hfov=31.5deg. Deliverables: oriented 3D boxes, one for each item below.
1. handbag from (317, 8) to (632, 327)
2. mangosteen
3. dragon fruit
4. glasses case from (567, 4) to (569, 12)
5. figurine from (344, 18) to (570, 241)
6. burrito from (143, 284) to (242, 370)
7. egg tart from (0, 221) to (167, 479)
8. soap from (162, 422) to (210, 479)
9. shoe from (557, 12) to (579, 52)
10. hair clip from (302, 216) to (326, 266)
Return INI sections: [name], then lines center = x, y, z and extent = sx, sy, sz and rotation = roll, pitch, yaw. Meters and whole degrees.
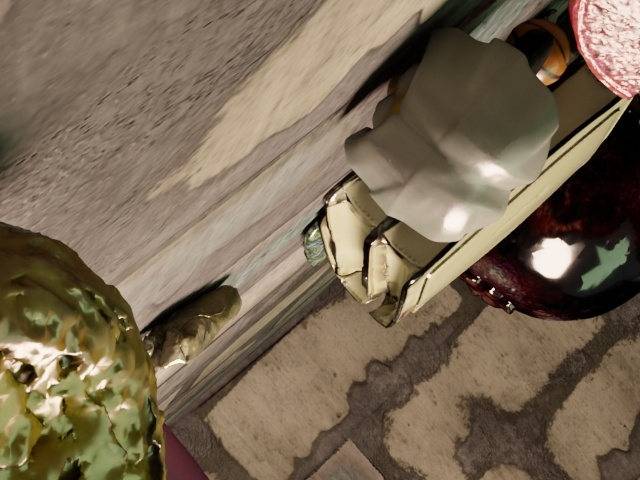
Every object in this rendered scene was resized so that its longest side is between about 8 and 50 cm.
[handbag]
center = 0.174, -0.075, 1.322
extent = 0.358, 0.160, 0.236
rotation = -40, 162, -13
[mangosteen]
center = 0.368, -0.090, 1.690
extent = 0.435, 0.382, 0.382
rotation = -53, 177, -4
[dragon fruit]
center = 0.329, -0.261, 1.050
extent = 0.189, 0.163, 0.262
rotation = 1, 157, -28
[glasses case]
center = 0.351, -0.315, 1.304
extent = 0.164, 0.041, 0.063
rotation = -42, 177, 2
[figurine]
center = 0.120, -0.095, 0.887
extent = 0.176, 0.133, 0.236
rotation = -53, 174, 23
[burrito]
center = -0.120, 0.081, 1.105
extent = 0.058, 0.045, 0.188
rotation = -16, -174, 18
[egg tart]
center = -0.147, 0.102, 0.390
extent = 0.234, 0.094, 0.234
rotation = -29, 125, -53
[soap]
center = -0.241, 0.281, 1.125
extent = 0.259, 0.181, 0.081
rotation = -44, 171, 20
[shoe]
center = 0.383, -0.295, 1.459
extent = 0.098, 0.103, 0.275
rotation = -39, -178, -40
[hair clip]
center = 0.002, 0.002, 1.429
extent = 0.066, 0.036, 0.229
rotation = -45, 176, -10
